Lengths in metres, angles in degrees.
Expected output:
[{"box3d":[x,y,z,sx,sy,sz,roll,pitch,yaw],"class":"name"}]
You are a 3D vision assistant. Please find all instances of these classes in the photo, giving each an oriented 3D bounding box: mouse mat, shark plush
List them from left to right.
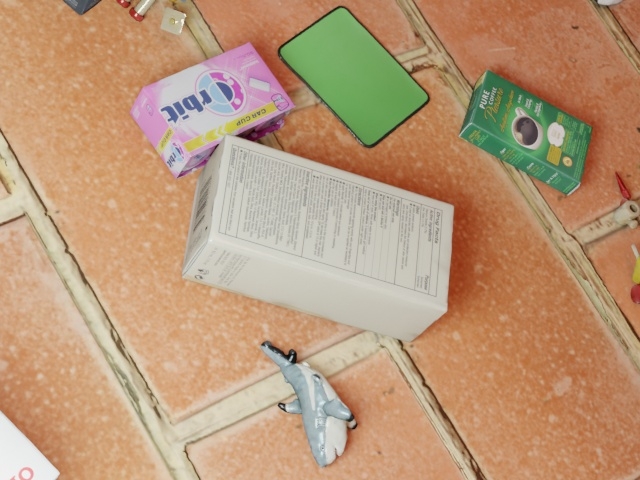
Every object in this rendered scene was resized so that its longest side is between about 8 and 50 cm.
[{"box3d":[-0.020,0.184,1.650,0.067,0.073,0.161,-36,87,-5],"class":"shark plush"},{"box3d":[0.047,-0.227,1.932,0.190,0.007,0.152,47,54,5],"class":"mouse mat"}]

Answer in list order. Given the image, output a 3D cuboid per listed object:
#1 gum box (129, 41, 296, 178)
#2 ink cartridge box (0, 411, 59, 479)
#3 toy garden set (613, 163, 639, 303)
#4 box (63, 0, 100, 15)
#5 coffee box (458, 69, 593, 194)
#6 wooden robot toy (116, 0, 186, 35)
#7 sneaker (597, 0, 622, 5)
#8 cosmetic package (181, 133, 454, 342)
[{"box3d":[-0.131,-0.168,1.779,0.188,0.062,0.107,-29,79,-34],"class":"gum box"},{"box3d":[-0.407,0.225,1.369,0.233,0.168,0.171,46,55,4],"class":"ink cartridge box"},{"box3d":[0.511,-0.012,2.008,0.203,0.049,0.244,-3,65,-27],"class":"toy garden set"},{"box3d":[-0.343,-0.418,1.742,0.232,0.183,0.059,40,54,1],"class":"box"},{"box3d":[0.292,-0.154,1.987,0.184,0.040,0.113,26,55,-11],"class":"coffee box"},{"box3d":[-0.226,-0.337,1.841,0.173,0.076,0.079,46,19,4],"class":"wooden robot toy"},{"box3d":[0.393,-0.503,2.181,0.292,0.118,0.110,43,56,3],"class":"sneaker"},{"box3d":[0.000,0.000,1.721,0.309,0.113,0.160,18,57,-16],"class":"cosmetic package"}]
